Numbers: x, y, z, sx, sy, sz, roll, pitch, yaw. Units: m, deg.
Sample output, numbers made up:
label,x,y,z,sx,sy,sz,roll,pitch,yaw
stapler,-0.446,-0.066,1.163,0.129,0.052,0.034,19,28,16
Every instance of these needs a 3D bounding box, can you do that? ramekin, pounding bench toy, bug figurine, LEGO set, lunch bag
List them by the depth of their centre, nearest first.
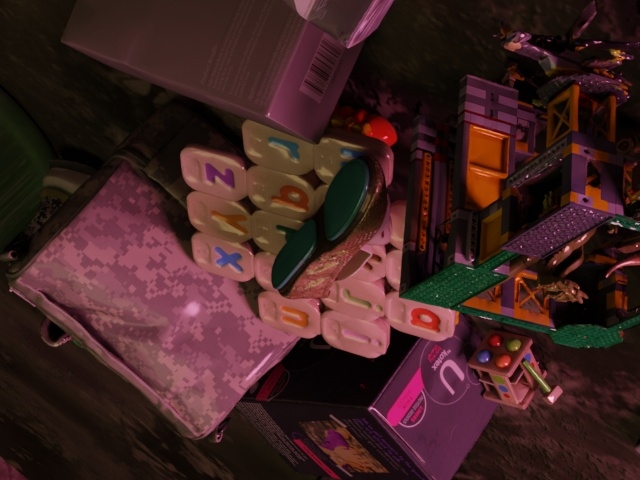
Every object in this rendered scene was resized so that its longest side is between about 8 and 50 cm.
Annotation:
label,x,y,z,sx,sy,sz,roll,pitch,yaw
LEGO set,0.207,-0.056,1.037,0.255,0.192,0.331,11,158,-12
bug figurine,0.068,-0.028,1.292,0.216,0.072,0.279,22,145,15
pounding bench toy,0.207,0.134,1.393,0.083,0.052,0.065,12,142,40
lunch bag,-0.160,0.038,1.460,0.305,0.256,0.212,43,152,-10
ramekin,-0.501,-0.102,1.762,0.303,0.148,0.303,28,151,18

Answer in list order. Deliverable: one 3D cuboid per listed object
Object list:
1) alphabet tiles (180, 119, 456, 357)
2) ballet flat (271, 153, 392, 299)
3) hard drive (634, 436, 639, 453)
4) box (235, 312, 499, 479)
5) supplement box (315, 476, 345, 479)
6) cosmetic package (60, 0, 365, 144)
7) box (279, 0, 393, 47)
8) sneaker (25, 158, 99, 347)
label,x,y,z,sx,sy,sz,roll,pitch,yaw
alphabet tiles,0.000,0.000,1.273,0.278,0.021,0.284,16,138,17
ballet flat,0.024,-0.009,1.195,0.067,0.073,0.206,12,148,-22
hard drive,0.384,0.212,1.333,0.094,0.022,0.135,37,153,2
box,0.050,0.166,1.503,0.270,0.165,0.143,-5,131,52
supplement box,0.081,0.364,1.856,0.104,0.081,0.188,50,150,-22
cosmetic package,-0.094,-0.184,1.161,0.238,0.127,0.107,25,-179,30
box,-0.036,-0.311,0.853,0.307,0.076,0.242,36,117,4
sneaker,-0.305,0.083,1.775,0.158,0.182,0.410,18,146,33
